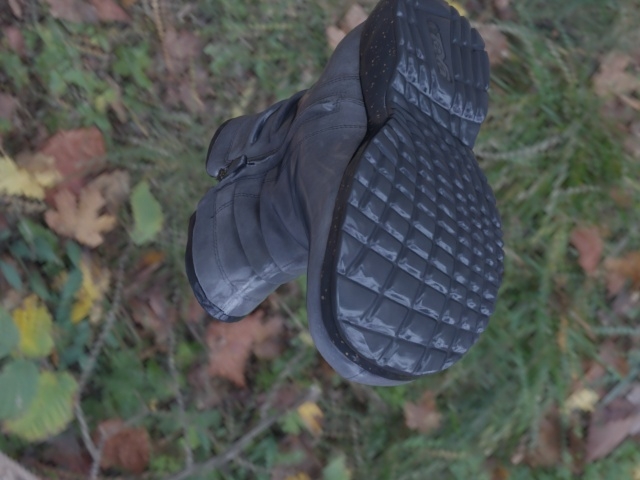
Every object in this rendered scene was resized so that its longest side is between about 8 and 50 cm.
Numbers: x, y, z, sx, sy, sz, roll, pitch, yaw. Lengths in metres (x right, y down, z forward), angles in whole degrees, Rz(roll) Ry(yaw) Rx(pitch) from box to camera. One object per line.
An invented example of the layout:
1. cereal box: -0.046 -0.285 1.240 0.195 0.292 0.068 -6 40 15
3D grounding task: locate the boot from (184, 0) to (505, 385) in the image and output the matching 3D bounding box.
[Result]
1. boot: 0.000 0.000 0.991 0.118 0.338 0.223 40 126 -20
